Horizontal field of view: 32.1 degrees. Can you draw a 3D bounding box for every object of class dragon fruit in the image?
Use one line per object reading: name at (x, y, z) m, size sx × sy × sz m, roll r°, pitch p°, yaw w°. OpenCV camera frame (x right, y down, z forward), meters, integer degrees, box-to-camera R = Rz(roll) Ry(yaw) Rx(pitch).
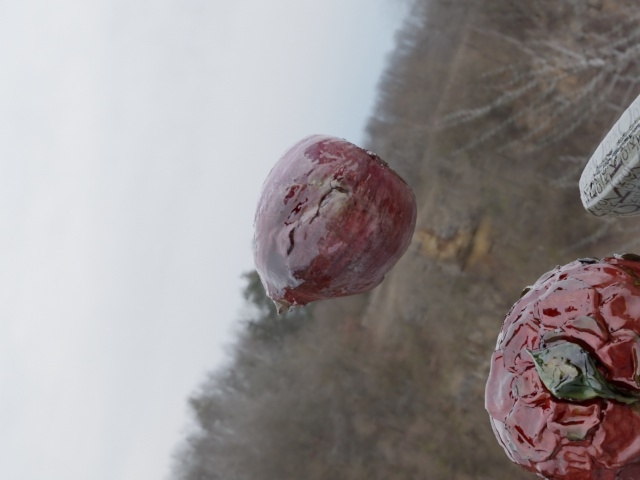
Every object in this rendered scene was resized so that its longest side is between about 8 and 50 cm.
dragon fruit at (0.296, 0.134, 1.130) m, size 0.299 × 0.244 × 0.244 m, roll -35°, pitch -26°, yaw -44°

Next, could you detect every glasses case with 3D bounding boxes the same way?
glasses case at (0.399, -0.114, 1.238) m, size 0.354 × 0.137 × 0.085 m, roll 111°, pitch 154°, yaw -66°

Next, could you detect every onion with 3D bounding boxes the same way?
onion at (0.000, 0.000, 1.573) m, size 0.283 × 0.227 × 0.120 m, roll -61°, pitch -3°, yaw 18°
